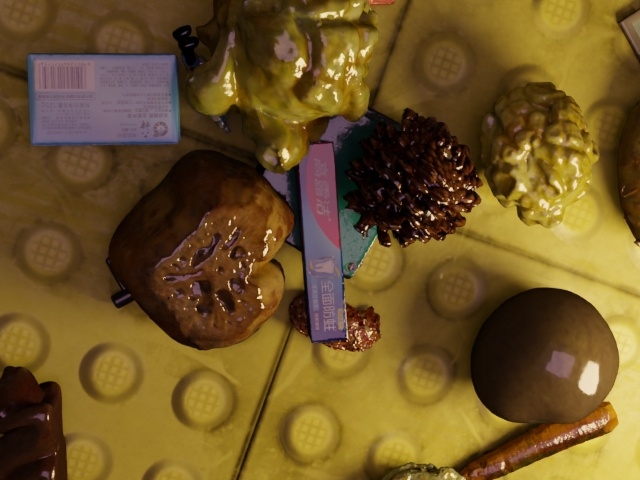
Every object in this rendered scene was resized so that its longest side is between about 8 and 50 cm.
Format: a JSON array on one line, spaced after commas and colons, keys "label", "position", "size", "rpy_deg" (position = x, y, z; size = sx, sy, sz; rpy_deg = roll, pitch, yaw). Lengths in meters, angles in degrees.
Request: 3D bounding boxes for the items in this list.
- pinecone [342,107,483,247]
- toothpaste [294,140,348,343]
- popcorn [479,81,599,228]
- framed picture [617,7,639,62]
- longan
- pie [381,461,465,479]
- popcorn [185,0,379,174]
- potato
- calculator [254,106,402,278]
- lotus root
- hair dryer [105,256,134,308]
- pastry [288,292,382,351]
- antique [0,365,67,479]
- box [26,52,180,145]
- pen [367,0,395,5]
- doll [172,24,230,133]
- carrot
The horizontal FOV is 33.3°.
[{"label": "pinecone", "position": [0.135, -0.089, 1.678], "size": [0.222, 0.221, 0.221], "rpy_deg": [-1, 97, -10]}, {"label": "toothpaste", "position": [0.000, 0.000, 1.722], "size": [0.066, 0.076, 0.320], "rpy_deg": [-6, 96, -5]}, {"label": "popcorn", "position": [0.364, -0.146, 1.777], "size": [0.181, 0.217, 0.235], "rpy_deg": [-16, 108, 19]}, {"label": "framed picture", "position": [0.680, -0.316, 1.894], "size": [0.213, 0.016, 0.289], "rpy_deg": [-32, 101, -5]}, {"label": "longan", "position": [0.374, 0.203, 1.803], "size": [0.248, 0.248, 0.248], "rpy_deg": [-1, 97, -10]}, {"label": "pie", "position": [0.201, 0.489, 1.871], "size": [0.248, 0.090, 0.201], "rpy_deg": [44, 95, -12]}, {"label": "popcorn", "position": [-0.037, -0.294, 1.598], "size": [0.274, 0.335, 0.279], "rpy_deg": [23, 128, -28]}, {"label": "potato", "position": [0.600, -0.122, 1.838], "size": [0.176, 0.141, 0.298], "rpy_deg": [-3, 99, 4]}, {"label": "calculator", "position": [0.019, -0.102, 1.784], "size": [0.248, 0.058, 0.274], "rpy_deg": [27, 92, -11]}, {"label": "lotus root", "position": [-0.159, 0.033, 1.660], "size": [0.316, 0.250, 0.316], "rpy_deg": [-2, 105, -7]}, {"label": "hair dryer", "position": [-0.333, 0.066, 1.761], "size": [0.047, 0.026, 0.083], "rpy_deg": [-28, 97, -6]}, {"label": "pastry", "position": [0.029, 0.142, 1.814], "size": [0.170, 0.063, 0.087], "rpy_deg": [15, 92, -11]}, {"label": "antique", "position": [-0.486, 0.331, 1.724], "size": [0.144, 0.121, 0.256], "rpy_deg": [1, 104, -1]}, {"label": "box", "position": [-0.341, -0.222, 1.694], "size": [0.232, 0.083, 0.142], "rpy_deg": [-2, 97, -11]}, {"label": "pen", "position": [0.006, -0.396, 1.760], "size": [0.239, 0.028, 0.028], "rpy_deg": [-4, 98, -9]}, {"label": "doll", "position": [-0.182, -0.245, 1.696], "size": [0.070, 0.096, 0.195], "rpy_deg": [-22, 131, 1]}, {"label": "carrot", "position": [0.380, 0.366, 1.909], "size": [0.314, 0.066, 0.066], "rpy_deg": [-23, 100, -3]}]
